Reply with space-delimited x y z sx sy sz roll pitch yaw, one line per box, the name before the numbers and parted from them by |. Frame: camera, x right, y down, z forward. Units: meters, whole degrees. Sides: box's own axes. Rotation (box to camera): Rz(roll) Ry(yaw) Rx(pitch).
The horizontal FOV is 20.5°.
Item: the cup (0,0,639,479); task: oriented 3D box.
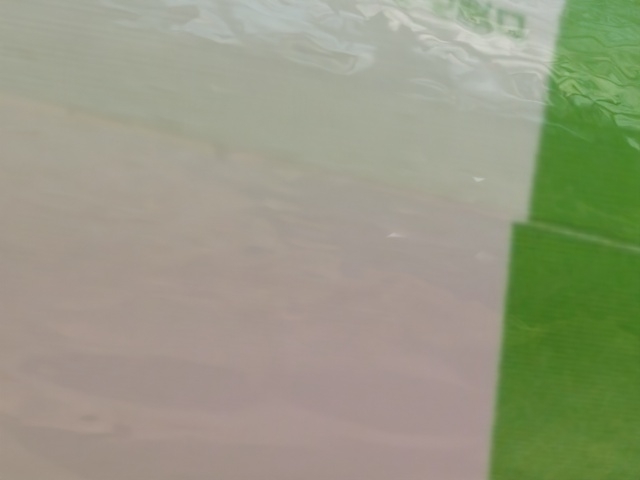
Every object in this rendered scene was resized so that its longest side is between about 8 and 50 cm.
cup | 0.000 0.000 0.465 0.274 0.253 0.253 12 -18 -12
